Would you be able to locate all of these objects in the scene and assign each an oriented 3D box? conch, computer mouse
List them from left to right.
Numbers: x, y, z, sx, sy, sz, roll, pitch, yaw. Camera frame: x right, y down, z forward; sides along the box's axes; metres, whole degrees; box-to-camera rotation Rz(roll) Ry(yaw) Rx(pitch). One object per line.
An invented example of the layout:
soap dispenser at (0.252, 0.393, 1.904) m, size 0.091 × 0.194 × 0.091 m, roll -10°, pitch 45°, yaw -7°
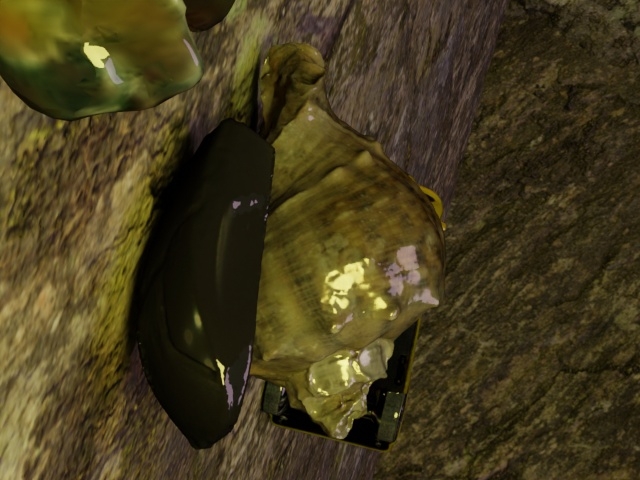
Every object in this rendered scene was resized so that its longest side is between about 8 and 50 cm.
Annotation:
computer mouse at (-0.078, 0.025, 0.941) m, size 0.122 × 0.073 × 0.217 m, roll 121°, pitch -21°, yaw -58°
conch at (0.016, 0.005, 1.092) m, size 0.210 × 0.158 × 0.291 m, roll 96°, pitch 0°, yaw -73°

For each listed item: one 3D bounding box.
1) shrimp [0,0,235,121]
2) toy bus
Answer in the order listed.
shrimp at (-0.111, -0.160, 0.343) m, size 0.446 × 0.109 × 0.221 m, roll 59°, pitch 34°, yaw -60°
toy bus at (0.034, 0.048, 1.416) m, size 0.151 × 0.145 × 0.331 m, roll -67°, pitch 169°, yaw -49°
